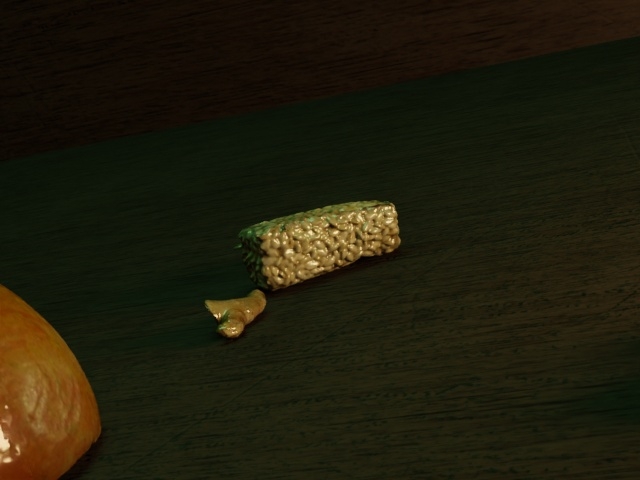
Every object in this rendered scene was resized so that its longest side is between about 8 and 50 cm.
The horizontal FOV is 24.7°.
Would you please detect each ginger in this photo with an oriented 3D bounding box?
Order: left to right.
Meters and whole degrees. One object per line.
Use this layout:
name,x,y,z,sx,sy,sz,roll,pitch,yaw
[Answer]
ginger,-0.086,0.070,1.379,0.048,0.030,0.097,19,24,13

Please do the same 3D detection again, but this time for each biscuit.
biscuit,0.000,0.000,1.504,0.168,0.070,0.082,-17,16,-23

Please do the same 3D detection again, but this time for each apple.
apple,-0.308,0.129,1.081,0.254,0.179,0.346,29,27,14
